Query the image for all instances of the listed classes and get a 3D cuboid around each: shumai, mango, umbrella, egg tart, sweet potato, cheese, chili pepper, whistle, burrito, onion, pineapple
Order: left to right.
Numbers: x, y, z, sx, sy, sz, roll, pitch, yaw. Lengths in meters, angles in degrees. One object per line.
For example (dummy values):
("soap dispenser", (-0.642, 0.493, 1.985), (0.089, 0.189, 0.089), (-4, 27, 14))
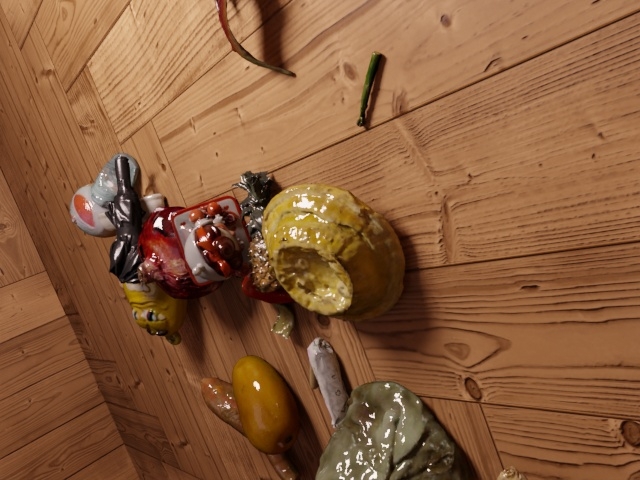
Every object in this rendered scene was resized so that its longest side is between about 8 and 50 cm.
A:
("whistle", (-0.649, -0.130, 1.697), (0.189, 0.189, 0.348), (54, 131, 13))
("umbrella", (-0.510, -0.054, 1.493), (0.118, 0.118, 0.340), (-7, 88, 51))
("onion", (-0.352, 0.042, 1.388), (0.252, 0.219, 0.252), (18, 123, 29))
("sweet potato", (-0.186, 0.513, 1.564), (0.385, 0.109, 0.109), (42, 139, 9))
("pineapple", (-0.117, -0.023, 1.166), (0.125, 0.125, 0.251), (-7, 100, 51))
("mango", (-0.141, 0.409, 1.417), (0.175, 0.139, 0.254), (-34, 78, 49))
("chili pepper", (-0.110, 0.110, 1.261), (0.272, 0.071, 0.063), (10, 98, 45))
("cheese", (-0.088, 0.181, 1.301), (0.060, 0.041, 0.084), (9, 102, 39))
("egg tart", (0.006, 0.041, 0.994), (0.290, 0.115, 0.290), (18, 130, 22))
("burrito", (0.022, 0.309, 1.228), (0.064, 0.064, 0.203), (-12, 98, 52))
("shumai", (0.097, 0.458, 1.061), (0.309, 0.263, 0.304), (15, 123, 45))

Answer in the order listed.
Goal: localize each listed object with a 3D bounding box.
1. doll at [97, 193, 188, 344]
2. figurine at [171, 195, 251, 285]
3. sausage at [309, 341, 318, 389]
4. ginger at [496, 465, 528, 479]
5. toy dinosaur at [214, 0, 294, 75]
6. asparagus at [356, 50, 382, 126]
("doll", (-0.477, 0.070, 1.617), (0.423, 0.161, 0.348), (51, 126, 6))
("figurine", (-0.226, 0.015, 1.194), (0.226, 0.160, 0.183), (-143, 34, -78))
("sausage", (-0.015, 0.288, 1.290), (0.024, 0.024, 0.132), (28, 130, 38))
("ginger", (0.317, 0.489, 0.964), (0.149, 0.065, 0.258), (17, 116, 7))
("toy dinosaur", (-0.135, -0.446, 0.968), (0.206, 0.113, 0.327), (116, 135, -76))
("asparagus", (0.074, -0.235, 0.888), (0.015, 0.018, 0.127), (-115, 28, -44))
